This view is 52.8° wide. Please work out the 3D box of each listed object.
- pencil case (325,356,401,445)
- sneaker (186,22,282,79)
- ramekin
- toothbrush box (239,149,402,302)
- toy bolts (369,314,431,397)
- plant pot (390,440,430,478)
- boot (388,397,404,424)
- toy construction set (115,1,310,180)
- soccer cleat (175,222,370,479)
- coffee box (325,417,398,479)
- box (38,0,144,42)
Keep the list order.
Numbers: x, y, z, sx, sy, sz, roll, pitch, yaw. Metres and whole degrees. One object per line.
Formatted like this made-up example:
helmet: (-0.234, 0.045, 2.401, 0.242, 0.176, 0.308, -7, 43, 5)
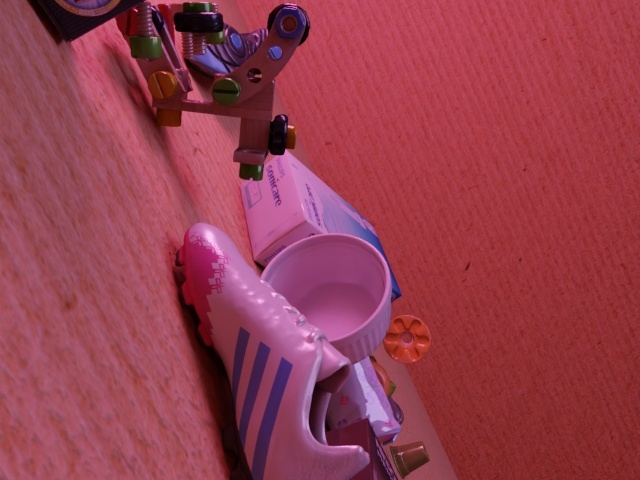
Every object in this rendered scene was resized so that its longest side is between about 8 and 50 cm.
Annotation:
pencil case: (0.040, 0.224, 1.107, 0.124, 0.113, 0.273, 13, 50, -53)
sneaker: (-0.205, -0.389, 1.397, 0.341, 0.140, 0.125, -32, 108, -64)
ramekin: (0.013, 0.101, 0.995, 0.109, 0.207, 0.207, 72, 0, -46)
toothbrush box: (0.000, 0.000, 1.227, 0.295, 0.126, 0.216, 38, 23, -40)
toy bolts: (0.093, 0.208, 1.319, 0.228, 0.218, 0.158, 49, 9, 14)
plant pot: (0.226, 0.537, 1.601, 0.083, 0.079, 0.083, -24, 90, -83)
boot: (0.114, 0.319, 1.516, 0.189, 0.076, 0.208, 49, -17, 59)
toy construction set: (-0.159, -0.211, 0.912, 0.309, 0.257, 0.237, 35, -51, 57)
soccer cleat: (-0.049, 0.111, 0.689, 0.116, 0.143, 0.331, 51, 15, -64)
coffee box: (0.063, 0.379, 0.724, 0.168, 0.119, 0.297, -79, 145, -76)
box: (-0.198, -0.361, 0.640, 0.216, 0.270, 0.060, 62, -2, -31)
